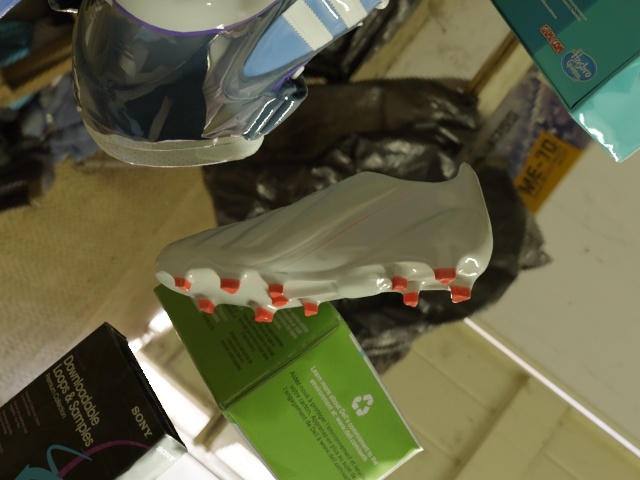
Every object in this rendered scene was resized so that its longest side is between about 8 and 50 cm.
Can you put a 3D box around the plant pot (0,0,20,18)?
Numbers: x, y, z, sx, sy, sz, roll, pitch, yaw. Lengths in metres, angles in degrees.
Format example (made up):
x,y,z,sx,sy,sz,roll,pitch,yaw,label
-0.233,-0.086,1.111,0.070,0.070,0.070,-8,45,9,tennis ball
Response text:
x,y,z,sx,sy,sz,roll,pitch,yaw,label
-0.166,-0.207,0.259,0.236,0.212,0.236,-28,162,33,plant pot

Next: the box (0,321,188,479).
x,y,z,sx,sy,sz,roll,pitch,yaw,label
-0.170,0.139,0.598,0.162,0.116,0.029,-39,134,-4,box

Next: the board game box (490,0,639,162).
x,y,z,sx,sy,sz,roll,pitch,yaw,label
0.285,-0.255,0.714,0.336,0.254,0.079,-40,131,21,board game box

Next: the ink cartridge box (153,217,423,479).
x,y,z,sx,sy,sz,roll,pitch,yaw,label
0.000,0.133,0.720,0.097,0.255,0.189,-36,-150,-6,ink cartridge box

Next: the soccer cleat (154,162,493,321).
x,y,z,sx,sy,sz,roll,pitch,yaw,label
0.000,0.000,0.551,0.068,0.196,0.076,54,35,-59,soccer cleat

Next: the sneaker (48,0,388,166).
x,y,z,sx,sy,sz,roll,pitch,yaw,label
-0.023,-0.164,0.646,0.322,0.130,0.236,-34,169,-29,sneaker
